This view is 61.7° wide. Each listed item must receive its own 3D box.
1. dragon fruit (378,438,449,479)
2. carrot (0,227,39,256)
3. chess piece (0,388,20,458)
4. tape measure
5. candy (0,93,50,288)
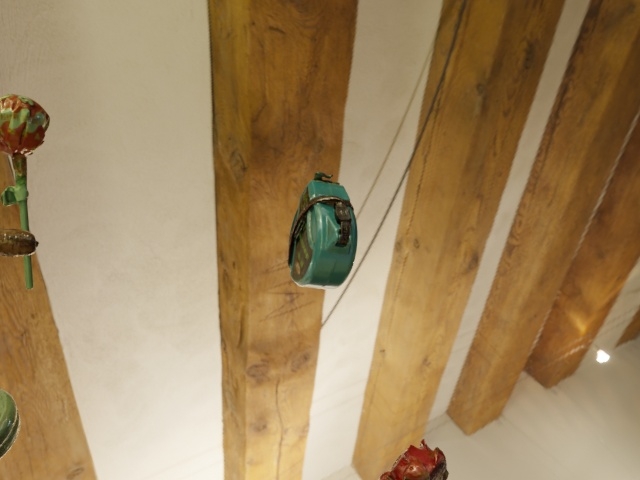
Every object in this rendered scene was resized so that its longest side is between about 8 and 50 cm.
[{"bbox_3d":[0.113,0.307,0.683,0.112,0.068,0.126,-61,-34,-9],"label":"dragon fruit"},{"bbox_3d":[-0.424,-0.004,0.632,0.164,0.036,0.036,9,-63,-28],"label":"carrot"},{"bbox_3d":[-0.698,0.279,0.971,0.194,0.194,0.299,-22,-51,-23],"label":"chess piece"},{"bbox_3d":[0.000,0.000,0.720,0.080,0.125,0.146,6,-49,-21],"label":"tape measure"},{"bbox_3d":[-0.440,-0.070,0.795,0.084,0.077,0.288,-29,-59,-71],"label":"candy"}]
